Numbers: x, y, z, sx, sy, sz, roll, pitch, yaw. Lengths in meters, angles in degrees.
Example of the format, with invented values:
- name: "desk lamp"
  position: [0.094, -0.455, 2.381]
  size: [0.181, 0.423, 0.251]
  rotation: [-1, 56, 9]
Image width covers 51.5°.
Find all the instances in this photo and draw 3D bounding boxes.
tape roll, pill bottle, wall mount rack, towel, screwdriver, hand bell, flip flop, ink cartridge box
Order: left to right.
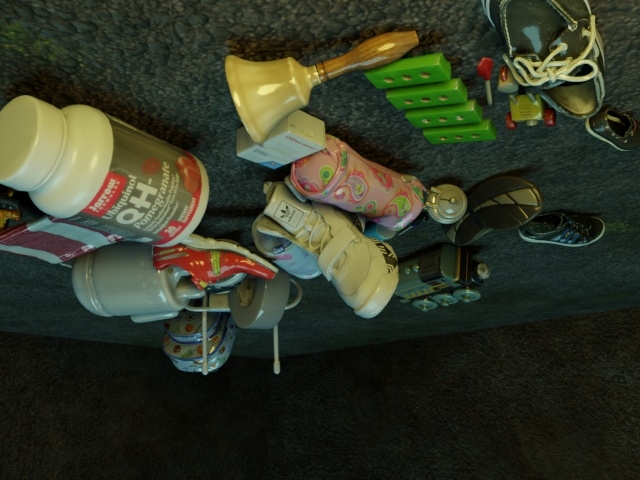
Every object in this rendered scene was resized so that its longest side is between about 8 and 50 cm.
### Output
- name: "towel"
  position: [-0.494, -0.023, 1.386]
  size: [0.329, 0.037, 0.237]
  rotation: [-18, 166, 11]
- name: "pill bottle"
  position: [-0.342, -0.106, 1.045]
  size: [0.176, 0.176, 0.319]
  rotation: [-13, 160, 31]
- name: "wall mount rack"
  position: [-0.225, 0.216, 1.890]
  size: [0.350, 0.304, 0.130]
  rotation: [-1, 149, -2]
- name: "tape roll"
  position: [-0.164, 0.124, 1.743]
  size: [0.072, 0.219, 0.219]
  rotation: [8, 160, -32]
- name: "ink cartridge box"
  position: [-0.065, -0.167, 1.086]
  size: [0.123, 0.052, 0.089]
  rotation: [-15, 159, 40]
- name: "hand bell"
  position: [0.011, -0.222, 0.871]
  size: [0.242, 0.126, 0.126]
  rotation: [-17, 160, 10]
- name: "screwdriver"
  position: [0.221, -0.030, 1.612]
  size: [0.024, 0.025, 0.170]
  rotation: [3, 162, -15]
- name: "flip flop"
  position: [0.365, -0.063, 1.410]
  size: [0.080, 0.112, 0.277]
  rotation: [-22, 172, -30]

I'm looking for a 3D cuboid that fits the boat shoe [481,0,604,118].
- name: "boat shoe"
  position: [0.281, -0.234, 0.813]
  size: [0.113, 0.104, 0.306]
  rotation: [-11, 161, 28]

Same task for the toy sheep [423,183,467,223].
- name: "toy sheep"
  position: [0.258, -0.076, 1.365]
  size: [0.091, 0.091, 0.132]
  rotation: [-3, -179, 3]

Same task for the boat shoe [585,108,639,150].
- name: "boat shoe"
  position: [0.500, -0.182, 1.100]
  size: [0.133, 0.048, 0.042]
  rotation: [13, 166, -29]

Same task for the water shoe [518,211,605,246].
- name: "water shoe"
  position: [0.577, -0.029, 1.572]
  size: [0.203, 0.072, 0.080]
  rotation: [-4, 161, 4]

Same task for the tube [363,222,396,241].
- name: "tube"
  position: [0.122, -0.009, 1.640]
  size: [0.080, 0.052, 0.207]
  rotation: [9, 166, -17]

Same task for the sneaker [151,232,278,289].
- name: "sneaker"
  position: [-0.235, 0.056, 1.472]
  size: [0.279, 0.118, 0.107]
  rotation: [14, 177, -2]

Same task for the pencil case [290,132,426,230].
- name: "pencil case"
  position: [0.077, -0.103, 1.212]
  size: [0.124, 0.124, 0.284]
  rotation: [-16, 158, 38]

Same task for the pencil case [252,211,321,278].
- name: "pencil case"
  position: [-0.062, 0.009, 1.564]
  size: [0.124, 0.113, 0.273]
  rotation: [-20, 160, 9]

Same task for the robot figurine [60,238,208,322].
- name: "robot figurine"
  position: [-0.442, 0.078, 1.598]
  size: [0.354, 0.199, 0.299]
  rotation: [-6, 122, 12]

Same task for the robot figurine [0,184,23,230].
- name: "robot figurine"
  position: [-0.711, -0.084, 1.239]
  size: [0.291, 0.085, 0.211]
  rotation: [9, 160, -30]

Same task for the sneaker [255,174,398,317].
- name: "sneaker"
  position: [0.000, 0.000, 1.236]
  size: [0.210, 0.365, 0.137]
  rotation: [24, 111, -26]

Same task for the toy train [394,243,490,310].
- name: "toy train"
  position: [0.321, 0.106, 1.905]
  size: [0.190, 0.142, 0.334]
  rotation: [22, 155, -27]

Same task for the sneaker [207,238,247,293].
- name: "sneaker"
  position: [-0.256, 0.070, 1.725]
  size: [0.128, 0.126, 0.321]
  rotation: [19, 165, -39]

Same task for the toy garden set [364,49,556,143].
- name: "toy garden set"
  position: [0.211, -0.213, 0.948]
  size: [0.204, 0.049, 0.244]
  rotation: [0, 165, 32]

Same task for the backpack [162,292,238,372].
- name: "backpack"
  position: [-0.409, 0.308, 2.250]
  size: [0.277, 0.263, 0.213]
  rotation: [-7, 146, 15]
